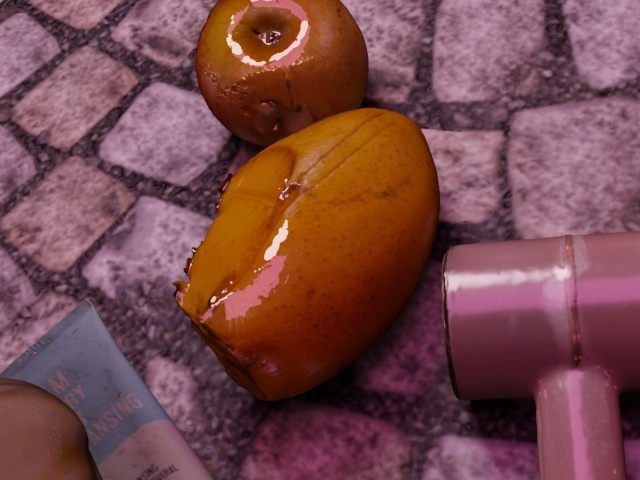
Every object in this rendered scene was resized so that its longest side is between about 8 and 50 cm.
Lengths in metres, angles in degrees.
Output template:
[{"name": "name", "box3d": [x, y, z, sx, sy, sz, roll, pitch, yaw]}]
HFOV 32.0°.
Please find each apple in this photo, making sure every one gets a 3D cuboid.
[{"name": "apple", "box3d": [-0.033, -0.148, 0.906, 0.146, 0.146, 0.146, -8, 54, 12]}]

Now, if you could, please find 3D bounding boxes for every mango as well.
[{"name": "mango", "box3d": [0.000, 0.000, 0.797, 0.153, 0.126, 0.252, 10, 52, 36]}]

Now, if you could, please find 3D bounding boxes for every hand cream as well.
[{"name": "hand cream", "box3d": [-0.131, 0.152, 0.768, 0.111, 0.070, 0.312, -44, 52, -10]}]

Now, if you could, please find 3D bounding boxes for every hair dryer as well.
[{"name": "hair dryer", "box3d": [0.174, 0.156, 0.667, 0.189, 0.107, 0.344, -4, 64, 12]}]

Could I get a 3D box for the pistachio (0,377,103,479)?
[{"name": "pistachio", "box3d": [-0.250, 0.198, 0.686, 0.288, 0.197, 0.166, -40, 46, 14]}]
